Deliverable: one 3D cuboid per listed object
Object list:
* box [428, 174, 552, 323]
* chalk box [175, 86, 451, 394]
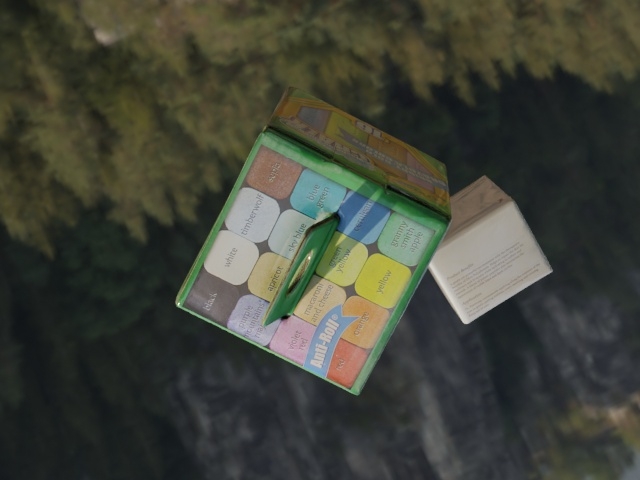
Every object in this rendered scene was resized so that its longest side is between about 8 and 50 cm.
[{"bbox_3d":[0.151,0.007,1.290,0.101,0.087,0.102,-32,-160,2],"label":"box"},{"bbox_3d":[0.000,0.000,0.853,0.132,0.132,0.213,-62,-176,16],"label":"chalk box"}]
